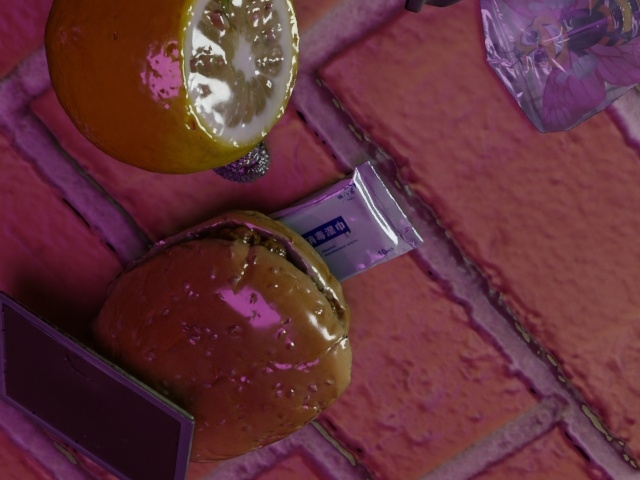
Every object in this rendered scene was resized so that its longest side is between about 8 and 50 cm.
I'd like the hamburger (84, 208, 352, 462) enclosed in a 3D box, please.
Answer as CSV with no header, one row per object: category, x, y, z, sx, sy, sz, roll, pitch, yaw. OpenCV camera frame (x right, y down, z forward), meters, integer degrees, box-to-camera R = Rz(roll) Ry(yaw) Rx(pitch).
hamburger,-0.110,0.112,1.510,0.259,0.144,0.283,42,124,-18

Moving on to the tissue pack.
tissue pack,0.000,0.000,1.526,0.193,0.026,0.122,-27,118,16

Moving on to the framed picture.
framed picture,-0.253,0.180,1.528,0.273,0.016,0.216,32,143,14

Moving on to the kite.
kite,0.339,-0.246,1.407,0.360,0.022,0.204,-22,115,12

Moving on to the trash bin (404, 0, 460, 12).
trash bin,0.047,-0.326,1.271,0.290,0.209,0.182,17,116,-2

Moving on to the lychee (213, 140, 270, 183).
lychee,-0.088,-0.095,1.460,0.068,0.067,0.083,8,154,36

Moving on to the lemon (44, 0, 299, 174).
lemon,-0.155,-0.185,1.328,0.219,0.240,0.240,9,122,34
